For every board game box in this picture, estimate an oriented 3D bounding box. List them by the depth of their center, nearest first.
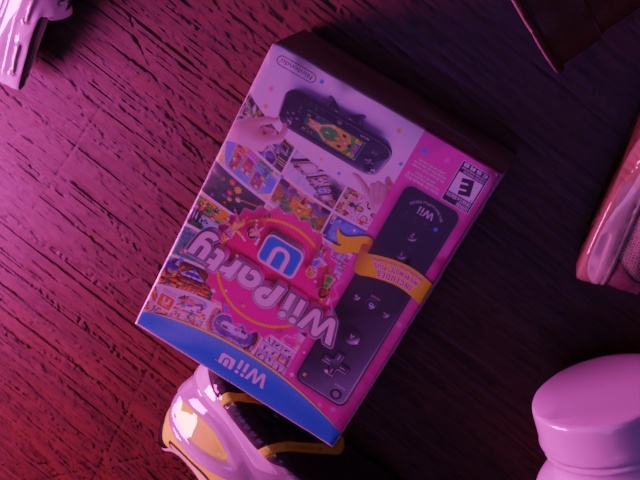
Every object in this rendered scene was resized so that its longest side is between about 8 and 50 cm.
[{"bbox_3d":[0.000,0.000,0.977,0.224,0.097,0.303,31,114,5],"label":"board game box"}]

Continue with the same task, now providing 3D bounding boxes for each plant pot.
[{"bbox_3d":[0.208,-0.238,0.796,0.165,0.167,0.167,-29,101,18],"label":"plant pot"}]

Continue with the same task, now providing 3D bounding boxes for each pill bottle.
[{"bbox_3d":[0.292,0.269,0.960,0.176,0.176,0.319,-13,107,22],"label":"pill bottle"}]

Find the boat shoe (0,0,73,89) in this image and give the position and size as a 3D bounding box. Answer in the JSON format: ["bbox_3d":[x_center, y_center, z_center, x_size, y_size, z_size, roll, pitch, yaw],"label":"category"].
[{"bbox_3d":[-0.257,-0.235,0.990,0.075,0.083,0.226,33,130,-11],"label":"boat shoe"}]

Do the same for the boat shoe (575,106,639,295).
[{"bbox_3d":[0.297,-0.074,0.865,0.092,0.103,0.285,22,120,2],"label":"boat shoe"}]

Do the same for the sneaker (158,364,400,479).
[{"bbox_3d":[-0.010,0.282,1.096,0.147,0.145,0.385,-39,86,34],"label":"sneaker"}]
